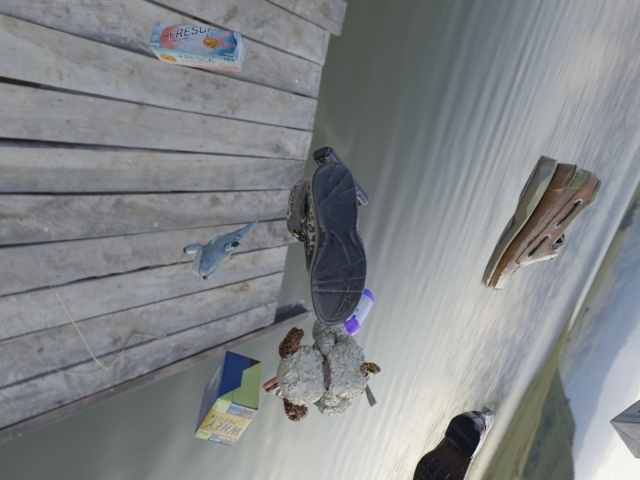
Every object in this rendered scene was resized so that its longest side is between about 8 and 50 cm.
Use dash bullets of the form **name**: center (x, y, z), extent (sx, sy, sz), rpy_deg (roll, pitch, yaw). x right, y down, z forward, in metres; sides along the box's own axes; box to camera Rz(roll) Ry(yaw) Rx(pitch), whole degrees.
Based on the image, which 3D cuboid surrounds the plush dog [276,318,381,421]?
- **plush dog**: center (0.001, 0.323, 0.999), extent (0.225, 0.210, 0.262), rpy_deg (-2, 84, -28)

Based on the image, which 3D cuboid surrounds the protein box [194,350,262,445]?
- **protein box**: center (-0.302, 0.521, 1.358), extent (0.136, 0.200, 0.201), rpy_deg (24, 116, -17)

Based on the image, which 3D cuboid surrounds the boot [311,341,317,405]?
- **boot**: center (0.019, 0.389, 1.250), extent (0.207, 0.246, 0.094), rpy_deg (-38, 116, -30)

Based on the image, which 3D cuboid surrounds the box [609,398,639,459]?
- **box**: center (0.790, 0.348, 0.855), extent (0.290, 0.087, 0.169), rpy_deg (-27, 163, -11)

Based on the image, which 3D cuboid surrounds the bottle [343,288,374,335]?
- **bottle**: center (0.106, 0.307, 1.591), extent (0.283, 0.118, 0.092), rpy_deg (-53, 134, -34)

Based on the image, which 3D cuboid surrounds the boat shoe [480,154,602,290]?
- **boat shoe**: center (0.384, 0.000, 0.741), extent (0.111, 0.104, 0.307), rpy_deg (-53, 158, -37)

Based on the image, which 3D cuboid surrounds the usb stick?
- **usb stick**: center (0.073, -0.202, 1.346), extent (0.278, 0.077, 0.045), rpy_deg (44, 45, -43)

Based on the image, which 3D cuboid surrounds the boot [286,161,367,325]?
- **boot**: center (0.000, 0.000, 1.051), extent (0.138, 0.284, 0.377), rpy_deg (-7, 98, -15)

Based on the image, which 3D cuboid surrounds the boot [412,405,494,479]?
- **boot**: center (0.258, 0.407, 0.777), extent (0.106, 0.082, 0.219), rpy_deg (2, 121, -46)

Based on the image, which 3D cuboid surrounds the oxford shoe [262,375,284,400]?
- **oxford shoe**: center (-0.117, 0.530, 1.466), extent (0.097, 0.098, 0.271), rpy_deg (-32, 156, 11)

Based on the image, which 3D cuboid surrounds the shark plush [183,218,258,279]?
- **shark plush**: center (-0.171, 0.018, 0.761), extent (0.161, 0.067, 0.073), rpy_deg (-29, 103, -37)

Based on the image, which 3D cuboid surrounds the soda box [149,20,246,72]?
- **soda box**: center (-0.252, -0.400, 0.850), extent (0.063, 0.183, 0.058), rpy_deg (68, 31, -82)
